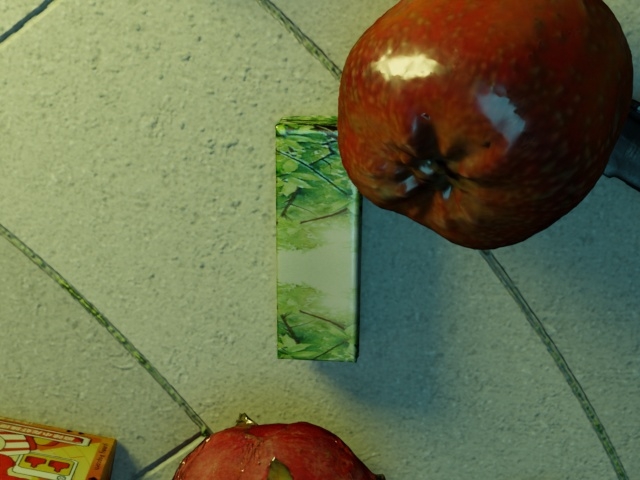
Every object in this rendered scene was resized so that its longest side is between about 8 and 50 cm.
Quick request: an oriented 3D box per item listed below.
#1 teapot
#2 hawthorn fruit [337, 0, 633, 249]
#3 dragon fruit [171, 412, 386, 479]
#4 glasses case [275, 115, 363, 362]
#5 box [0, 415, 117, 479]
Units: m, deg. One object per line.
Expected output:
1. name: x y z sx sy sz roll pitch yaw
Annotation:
1. teapot: 0.340 -0.103 1.182 0.177 0.087 0.096 28 103 -9
2. hawthorn fruit: 0.166 -0.143 1.075 0.275 0.275 0.299 42 79 -13
3. dragon fruit: -0.051 0.351 1.244 0.296 0.301 0.295 0 117 -1
4. glasses case: 0.000 0.000 1.236 0.095 0.062 0.272 3 110 6
5. box: -0.400 0.337 1.260 0.283 0.259 0.214 12 111 -4
